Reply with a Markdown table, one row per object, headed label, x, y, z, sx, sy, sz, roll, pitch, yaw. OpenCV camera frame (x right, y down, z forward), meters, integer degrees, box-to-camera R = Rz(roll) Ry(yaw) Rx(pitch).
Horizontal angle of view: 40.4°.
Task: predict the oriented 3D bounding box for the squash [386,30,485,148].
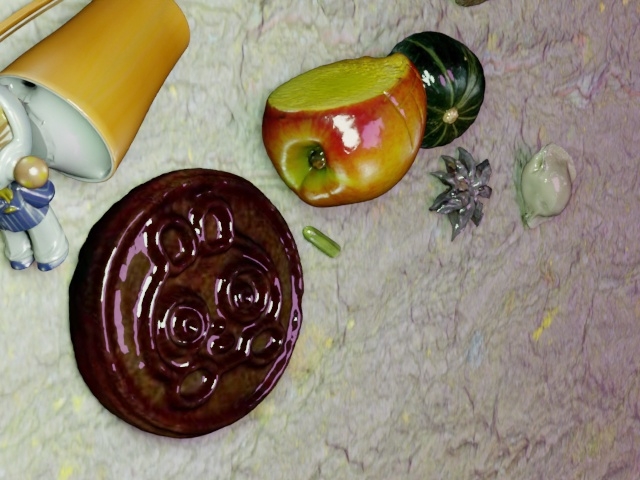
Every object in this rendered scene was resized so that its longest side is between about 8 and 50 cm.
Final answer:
| label | x | y | z | sx | sy | sz | roll | pitch | yaw |
| --- | --- | --- | --- | --- | --- | --- | --- | --- | --- |
| squash | 0.193 | -0.268 | 1.552 | 0.218 | 0.218 | 0.172 | 18 | 43 | -43 |

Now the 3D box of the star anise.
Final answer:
| label | x | y | z | sx | sy | sz | roll | pitch | yaw |
| --- | --- | --- | --- | --- | --- | --- | --- | --- | --- |
| star anise | 0.290 | -0.095 | 1.743 | 0.204 | 0.061 | 0.180 | -17 | 105 | -42 |

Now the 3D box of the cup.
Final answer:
| label | x | y | z | sx | sy | sz | roll | pitch | yaw |
| --- | --- | --- | --- | --- | --- | --- | --- | --- | --- |
| cup | -0.306 | -0.223 | 1.118 | 0.226 | 0.182 | 0.264 | 33 | 59 | -7 |

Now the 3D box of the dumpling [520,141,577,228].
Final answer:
| label | x | y | z | sx | sy | sz | roll | pitch | yaw |
| --- | --- | --- | --- | --- | --- | --- | --- | --- | --- |
| dumpling | 0.505 | -0.122 | 1.916 | 0.136 | 0.118 | 0.199 | -12 | 123 | -40 |

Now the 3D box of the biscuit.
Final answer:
| label | x | y | z | sx | sy | sz | roll | pitch | yaw |
| --- | --- | --- | --- | --- | --- | --- | --- | --- | --- |
| biscuit | -0.177 | 0.093 | 1.297 | 0.407 | 0.091 | 0.407 | -3 | 95 | -43 |

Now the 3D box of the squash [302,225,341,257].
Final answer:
| label | x | y | z | sx | sy | sz | roll | pitch | yaw |
| --- | --- | --- | --- | --- | --- | --- | --- | --- | --- |
| squash | 0.000 | 0.000 | 1.499 | 0.083 | 0.027 | 0.027 | 36 | 69 | -40 |

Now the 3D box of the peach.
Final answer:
| label | x | y | z | sx | sy | sz | roll | pitch | yaw |
| --- | --- | --- | --- | --- | --- | --- | --- | --- | --- |
| peach | 0.047 | -0.184 | 1.399 | 0.274 | 0.248 | 0.245 | -48 | 159 | -31 |

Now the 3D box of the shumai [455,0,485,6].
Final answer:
| label | x | y | z | sx | sy | sz | roll | pitch | yaw |
| --- | --- | --- | --- | --- | --- | --- | --- | --- | --- |
| shumai | 0.325 | -0.565 | 1.691 | 0.161 | 0.209 | 0.153 | -10 | 67 | -29 |

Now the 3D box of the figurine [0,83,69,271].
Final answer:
| label | x | y | z | sx | sy | sz | roll | pitch | yaw |
| --- | --- | --- | --- | --- | --- | --- | --- | --- | --- |
| figurine | -0.378 | -0.079 | 1.031 | 0.274 | 0.194 | 0.133 | 51 | 44 | -31 |
